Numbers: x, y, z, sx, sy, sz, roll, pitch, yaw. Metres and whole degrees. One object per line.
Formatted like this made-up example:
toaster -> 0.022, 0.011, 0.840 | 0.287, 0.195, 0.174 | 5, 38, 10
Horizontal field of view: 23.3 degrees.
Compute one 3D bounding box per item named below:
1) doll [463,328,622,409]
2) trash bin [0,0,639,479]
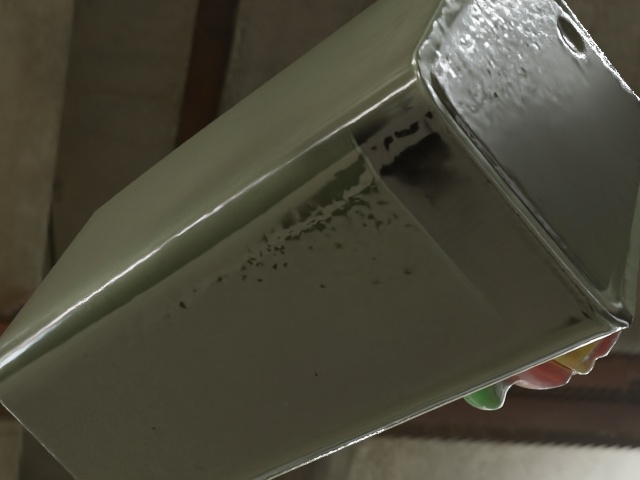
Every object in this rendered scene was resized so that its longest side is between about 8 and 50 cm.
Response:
doll -> 0.075, 0.003, 0.967 | 0.182, 0.160, 0.363 | -60, -30, 6
trash bin -> 0.000, 0.000, 0.634 | 0.240, 0.164, 0.122 | -30, -71, 32
